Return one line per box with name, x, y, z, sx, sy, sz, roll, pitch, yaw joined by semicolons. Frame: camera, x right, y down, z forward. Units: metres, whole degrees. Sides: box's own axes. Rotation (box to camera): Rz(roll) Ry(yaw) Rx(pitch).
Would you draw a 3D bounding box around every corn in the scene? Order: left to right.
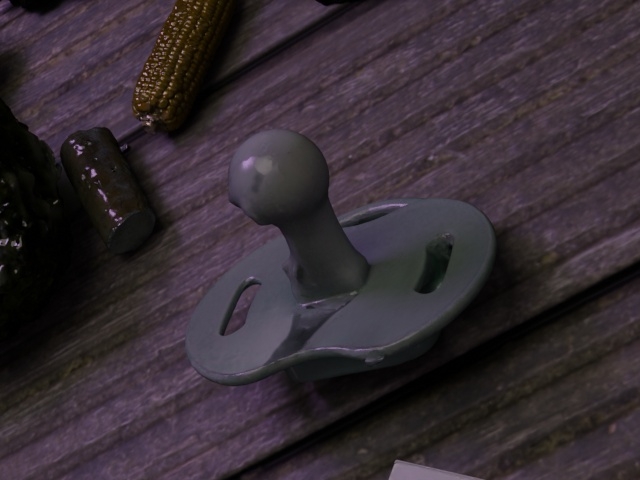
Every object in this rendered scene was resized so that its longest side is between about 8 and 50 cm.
corn;-0.170;-0.239;1.802;0.080;0.080;0.238;7;67;35

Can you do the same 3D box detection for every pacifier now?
pacifier;0.000;0.000;1.431;0.343;0.269;0.288;-12;32;22

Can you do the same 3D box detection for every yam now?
yam;-0.257;-0.062;1.746;0.078;0.078;0.179;-39;51;6

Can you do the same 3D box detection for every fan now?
fan;-0.316;-0.075;1.839;0.175;0.005;0.113;-32;51;12

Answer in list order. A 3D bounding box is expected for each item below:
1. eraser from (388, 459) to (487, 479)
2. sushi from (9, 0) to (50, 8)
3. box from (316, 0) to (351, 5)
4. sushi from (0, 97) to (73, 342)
eraser;0.193;0.266;1.254;0.298;0.078;0.076;7;66;35
sushi;-0.450;-0.409;2.054;0.287;0.140;0.149;9;30;36
box;0.099;-0.456;1.781;0.211;0.058;0.350;-3;61;30
sushi;-0.459;-0.036;1.707;0.294;0.178;0.352;-33;83;15
